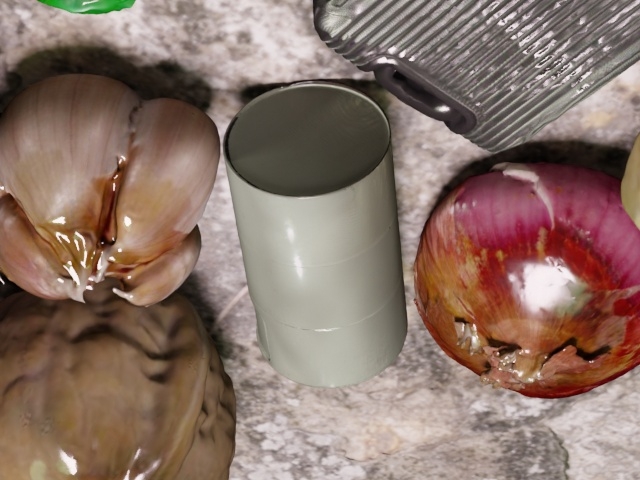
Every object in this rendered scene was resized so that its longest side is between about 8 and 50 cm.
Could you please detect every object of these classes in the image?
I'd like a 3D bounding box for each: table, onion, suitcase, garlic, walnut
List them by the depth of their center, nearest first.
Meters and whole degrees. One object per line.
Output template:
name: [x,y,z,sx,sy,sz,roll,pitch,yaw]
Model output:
suitcase: [0.152,-0.203,1.074,0.202,0.128,0.312,31,130,-27]
garlic: [-0.181,-0.048,1.243,0.214,0.191,0.160,21,110,-4]
table: [0.000,0.000,1.301,0.126,0.126,0.220,-2,137,5]
onion: [0.176,0.048,1.319,0.230,0.163,0.230,7,128,9]
walnut: [-0.187,0.151,1.401,0.248,0.248,0.248,1,137,1]

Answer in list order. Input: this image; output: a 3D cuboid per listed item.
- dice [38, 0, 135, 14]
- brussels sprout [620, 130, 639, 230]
dice: [-0.155,-0.226,1.062,0.131,0.128,0.120,21,135,-20]
brussels sprout: [0.380,-0.017,1.191,0.328,0.247,0.328,-6,125,-9]
